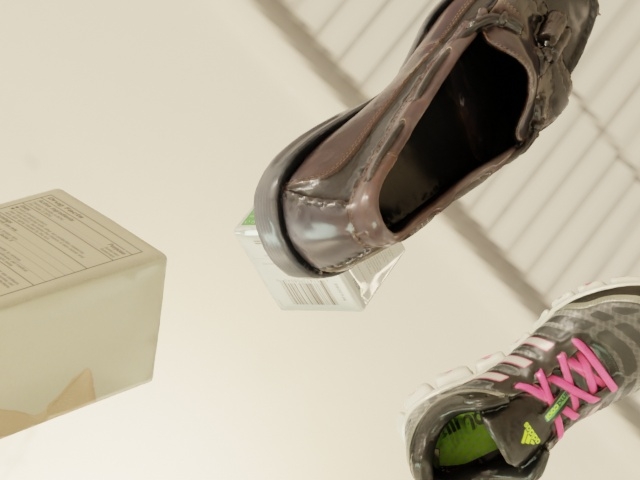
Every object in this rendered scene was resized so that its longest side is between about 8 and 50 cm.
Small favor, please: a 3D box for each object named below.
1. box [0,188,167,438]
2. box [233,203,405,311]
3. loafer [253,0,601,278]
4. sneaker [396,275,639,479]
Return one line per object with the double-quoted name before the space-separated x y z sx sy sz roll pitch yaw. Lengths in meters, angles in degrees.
"box" -0.278 0.070 1.395 0.148 0.311 0.121 30 123 37
"box" 0.000 0.000 1.673 0.101 0.087 0.102 -1 130 41
"loafer" 0.089 -0.075 1.115 0.095 0.302 0.109 -3 121 50
"sneaker" 0.110 0.081 0.936 0.063 0.170 0.075 53 -159 -18
